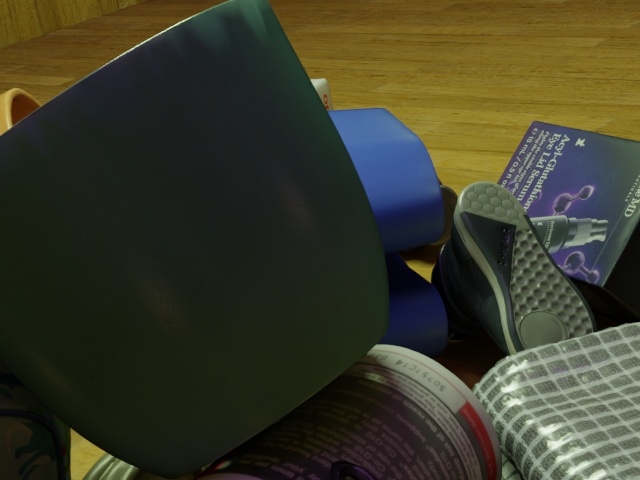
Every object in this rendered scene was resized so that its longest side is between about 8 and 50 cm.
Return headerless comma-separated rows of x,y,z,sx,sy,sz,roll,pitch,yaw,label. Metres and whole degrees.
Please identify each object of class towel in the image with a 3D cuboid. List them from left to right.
0.272,0.145,1.009,0.284,0.121,0.235,-13,21,-10,towel

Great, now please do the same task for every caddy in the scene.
0.000,0.000,1.365,0.179,0.241,0.341,-6,18,-10,caddy

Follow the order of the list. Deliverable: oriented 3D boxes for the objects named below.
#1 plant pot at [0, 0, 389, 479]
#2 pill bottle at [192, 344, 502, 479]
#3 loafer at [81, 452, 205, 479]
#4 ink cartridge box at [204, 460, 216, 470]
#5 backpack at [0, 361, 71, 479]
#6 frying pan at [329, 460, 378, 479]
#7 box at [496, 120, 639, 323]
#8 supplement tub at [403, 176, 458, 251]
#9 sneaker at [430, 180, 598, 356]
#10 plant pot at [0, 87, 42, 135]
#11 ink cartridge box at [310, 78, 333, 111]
-0.091,0.014,0.945,0.293,0.235,0.293,-35,1,1,plant pot
-0.007,0.197,0.931,0.161,0.161,0.283,4,23,32,pill bottle
-0.143,0.236,0.994,0.092,0.102,0.268,2,32,26,loafer
-0.116,0.064,1.313,0.065,0.185,0.311,-11,19,2,ink cartridge box
-0.354,0.165,0.993,0.273,0.290,0.355,25,42,25,backpack
0.088,0.259,0.749,0.326,0.053,0.197,25,42,25,frying pan
0.270,-0.017,1.372,0.207,0.108,0.153,18,76,55,box
0.075,-0.047,1.648,0.106,0.106,0.198,-22,23,-32,supplement tub
0.173,0.080,1.296,0.086,0.163,0.226,-11,60,-19,sneaker
-0.339,0.015,1.461,0.203,0.291,0.291,-26,20,3,plant pot
-0.052,-0.112,1.823,0.086,0.148,0.203,-2,20,25,ink cartridge box
